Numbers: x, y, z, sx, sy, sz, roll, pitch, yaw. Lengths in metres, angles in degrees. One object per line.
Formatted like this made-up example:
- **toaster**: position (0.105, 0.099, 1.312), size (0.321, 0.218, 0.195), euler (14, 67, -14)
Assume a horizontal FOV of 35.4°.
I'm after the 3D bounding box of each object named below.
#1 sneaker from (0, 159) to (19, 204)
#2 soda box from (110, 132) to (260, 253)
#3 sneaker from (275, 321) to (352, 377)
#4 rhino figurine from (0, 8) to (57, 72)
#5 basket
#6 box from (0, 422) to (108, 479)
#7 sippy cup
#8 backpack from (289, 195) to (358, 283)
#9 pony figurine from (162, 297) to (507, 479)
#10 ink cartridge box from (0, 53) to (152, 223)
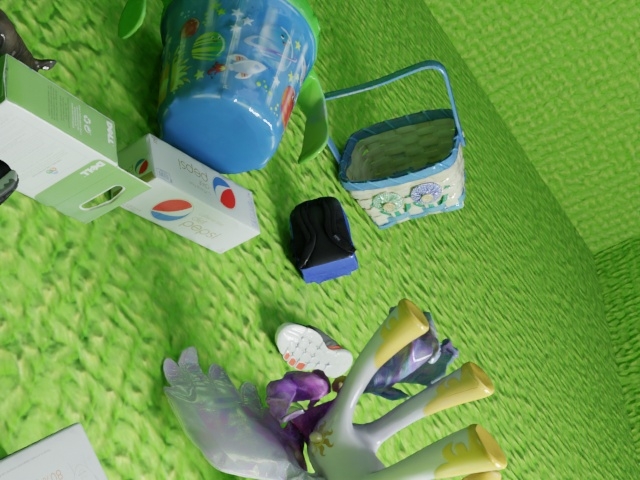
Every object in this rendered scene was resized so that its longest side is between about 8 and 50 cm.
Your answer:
- **sneaker**: position (-0.366, -0.036, 0.847), size (0.124, 0.107, 0.283), euler (51, 26, -11)
- **soda box**: position (-0.172, -0.055, 1.287), size (0.216, 0.074, 0.069), euler (30, 40, -52)
- **sneaker**: position (-0.020, 0.148, 1.431), size (0.158, 0.061, 0.065), euler (37, 8, -46)
- **rhino figurine**: position (-0.365, -0.217, 1.066), size (0.243, 0.073, 0.106), euler (46, 32, -36)
- **basket**: position (0.147, -0.176, 1.838), size (0.201, 0.255, 0.289), euler (-76, 145, -53)
- **box**: position (-0.230, 0.258, 0.823), size (0.170, 0.091, 0.130), euler (64, 23, 3)
- **sippy cup**: position (-0.127, -0.222, 1.396), size (0.240, 0.305, 0.224), euler (104, -5, -53)
- **backpack**: position (0.000, 0.000, 1.558), size (0.101, 0.098, 0.120), euler (81, -5, -64)
- **pony figurine**: position (0.017, 0.240, 1.115), size (0.303, 0.363, 0.351), euler (28, 25, -41)
- **ink cartridge box**: position (-0.287, -0.100, 1.056), size (0.209, 0.109, 0.062), euler (33, 39, -49)
